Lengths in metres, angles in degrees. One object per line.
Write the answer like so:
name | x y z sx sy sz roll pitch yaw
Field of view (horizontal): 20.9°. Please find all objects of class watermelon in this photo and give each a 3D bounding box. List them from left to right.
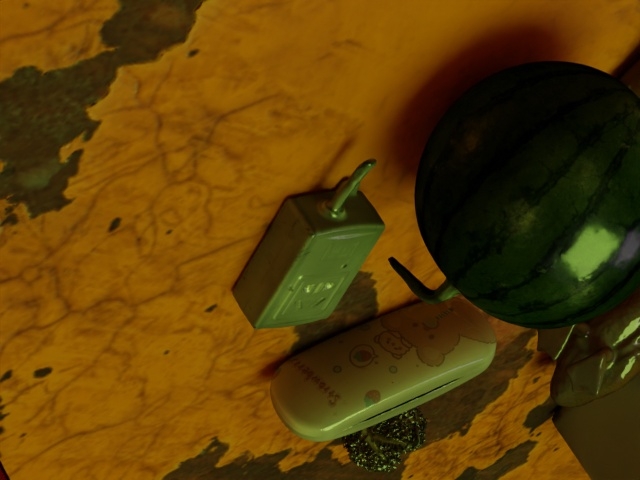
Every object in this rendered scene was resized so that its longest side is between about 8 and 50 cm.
watermelon | 0.152 -0.023 1.234 0.214 0.188 0.188 -46 150 8

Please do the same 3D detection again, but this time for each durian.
durian | 0.057 0.173 1.558 0.080 0.080 0.091 -33 155 -3

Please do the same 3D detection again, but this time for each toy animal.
toy animal | 0.297 0.096 1.686 0.188 0.089 0.179 -46 154 22

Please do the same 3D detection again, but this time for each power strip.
power strip | 0.000 0.000 1.262 0.075 0.042 0.175 -7 142 -38

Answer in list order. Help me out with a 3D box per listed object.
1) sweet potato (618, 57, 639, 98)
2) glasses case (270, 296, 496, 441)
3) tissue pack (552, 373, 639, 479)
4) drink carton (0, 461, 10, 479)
sweet potato | 0.278 -0.134 1.333 0.206 0.060 0.068 -37 119 27
glasses case | 0.054 0.106 1.444 0.204 0.081 0.051 -23 148 -24
tissue pack | 0.395 0.202 1.870 0.246 0.159 0.136 1 137 -48
drink carton | -0.298 0.211 1.246 0.166 0.071 0.056 -25 148 -15
